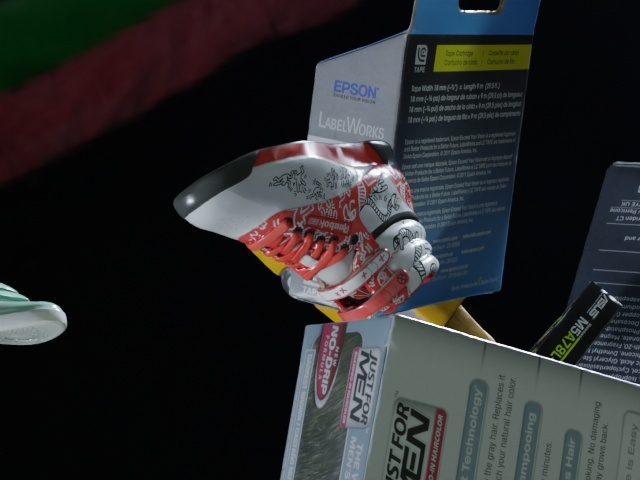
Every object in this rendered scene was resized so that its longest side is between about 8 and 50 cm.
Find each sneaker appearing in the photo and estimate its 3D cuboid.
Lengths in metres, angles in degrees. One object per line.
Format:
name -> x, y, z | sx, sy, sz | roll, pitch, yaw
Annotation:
sneaker -> -0.411, 0.051, 2.346 | 0.256, 0.094, 0.151 | -2, -105, 37
sneaker -> 0.001, -0.001, 1.553 | 0.090, 0.145, 0.270 | -29, 169, 33

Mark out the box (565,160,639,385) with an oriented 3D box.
box -> 0.407, 0.158, 2.024 | 0.212, 0.293, 0.395 | 3, -115, 37

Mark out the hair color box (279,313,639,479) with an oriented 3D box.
hair color box -> 0.156, 0.187, 1.341 | 0.113, 0.374, 0.185 | -9, -113, 57

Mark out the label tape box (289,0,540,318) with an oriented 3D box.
label tape box -> 0.096, -0.108, 1.822 | 0.106, 0.333, 0.240 | 14, -168, 33

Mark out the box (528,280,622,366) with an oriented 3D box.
box -> 0.186, 0.148, 1.779 | 0.045, 0.190, 0.184 | 41, -129, 7

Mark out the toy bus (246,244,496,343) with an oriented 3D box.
toy bus -> 0.065, 0.041, 2.227 | 0.333, 0.130, 0.108 | 38, -134, 2
